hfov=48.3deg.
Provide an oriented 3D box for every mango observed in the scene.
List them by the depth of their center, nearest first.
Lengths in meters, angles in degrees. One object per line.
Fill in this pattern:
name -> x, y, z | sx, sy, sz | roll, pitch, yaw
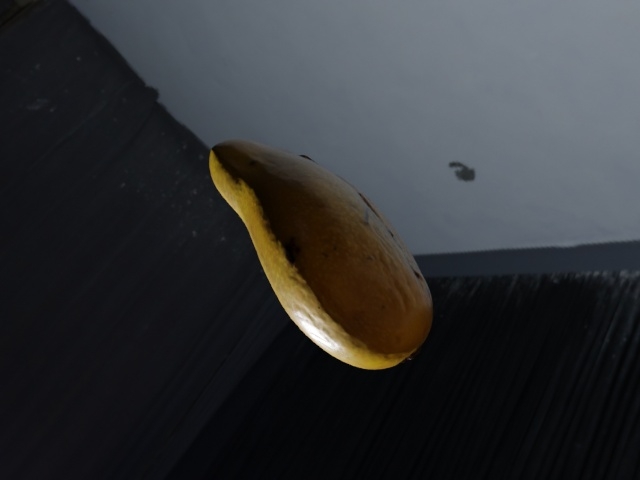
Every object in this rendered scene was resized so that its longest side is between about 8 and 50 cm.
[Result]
mango -> 0.005, -0.003, 0.715 | 0.177, 0.120, 0.295 | 11, -140, -58
